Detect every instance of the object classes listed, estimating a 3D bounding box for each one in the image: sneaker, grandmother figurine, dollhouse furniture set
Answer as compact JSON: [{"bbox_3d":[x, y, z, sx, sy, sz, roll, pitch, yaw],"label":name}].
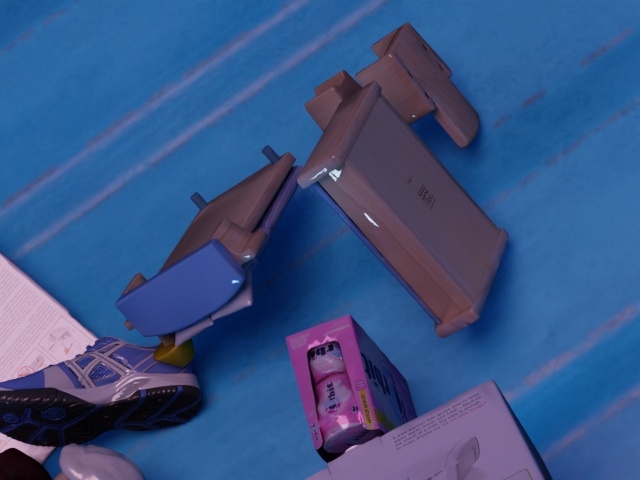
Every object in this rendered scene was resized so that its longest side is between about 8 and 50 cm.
[{"bbox_3d":[-0.222,0.141,1.672,0.211,0.080,0.081,-4,50,-11],"label":"sneaker"},{"bbox_3d":[-0.312,0.275,1.627,0.342,0.104,0.208,-22,45,17],"label":"grandmother figurine"},{"bbox_3d":[0.000,0.000,1.667,0.303,0.198,0.286,-31,19,34],"label":"dollhouse furniture set"}]

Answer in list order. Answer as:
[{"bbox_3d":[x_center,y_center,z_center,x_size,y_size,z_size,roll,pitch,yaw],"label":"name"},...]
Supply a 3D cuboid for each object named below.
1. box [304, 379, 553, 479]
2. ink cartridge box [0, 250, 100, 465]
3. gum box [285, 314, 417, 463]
[{"bbox_3d":[0.076,0.269,1.368,0.262,0.127,0.231,-30,32,4],"label":"box"},{"bbox_3d":[-0.330,0.122,1.760,0.225,0.056,0.181,38,85,10],"label":"ink cartridge box"},{"bbox_3d":[0.035,0.148,1.522,0.062,0.188,0.107,-21,62,10],"label":"gum box"}]
